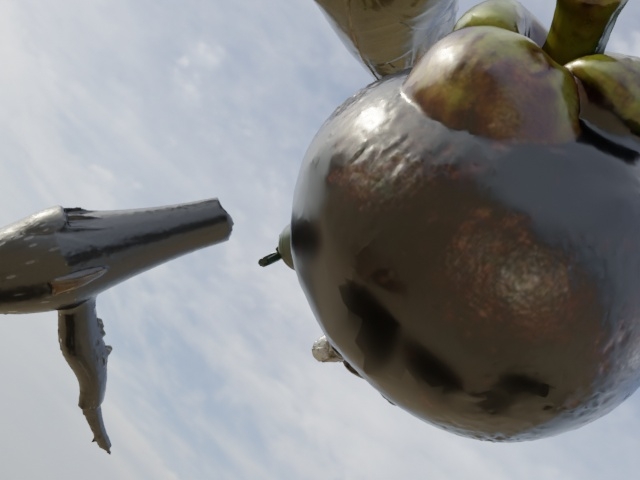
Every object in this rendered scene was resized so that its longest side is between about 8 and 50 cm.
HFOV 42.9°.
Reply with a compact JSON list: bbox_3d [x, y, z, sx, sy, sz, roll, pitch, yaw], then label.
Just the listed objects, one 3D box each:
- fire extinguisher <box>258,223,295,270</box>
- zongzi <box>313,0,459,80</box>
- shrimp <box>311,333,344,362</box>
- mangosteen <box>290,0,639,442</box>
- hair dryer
[{"bbox_3d":[0.000,0.000,1.364,0.311,0.114,0.095,-19,-81,61],"label":"fire extinguisher"},{"bbox_3d":[0.129,-0.255,0.917,0.300,0.145,0.274,27,-15,46],"label":"zongzi"},{"bbox_3d":[0.060,0.114,1.037,0.165,0.065,0.057,-28,-83,34],"label":"shrimp"},{"bbox_3d":[0.132,-0.014,0.600,0.297,0.313,0.297,37,-15,12],"label":"mangosteen"},{"bbox_3d":[-0.251,0.112,0.992,0.120,0.303,0.360,45,-38,50],"label":"hair dryer"}]
